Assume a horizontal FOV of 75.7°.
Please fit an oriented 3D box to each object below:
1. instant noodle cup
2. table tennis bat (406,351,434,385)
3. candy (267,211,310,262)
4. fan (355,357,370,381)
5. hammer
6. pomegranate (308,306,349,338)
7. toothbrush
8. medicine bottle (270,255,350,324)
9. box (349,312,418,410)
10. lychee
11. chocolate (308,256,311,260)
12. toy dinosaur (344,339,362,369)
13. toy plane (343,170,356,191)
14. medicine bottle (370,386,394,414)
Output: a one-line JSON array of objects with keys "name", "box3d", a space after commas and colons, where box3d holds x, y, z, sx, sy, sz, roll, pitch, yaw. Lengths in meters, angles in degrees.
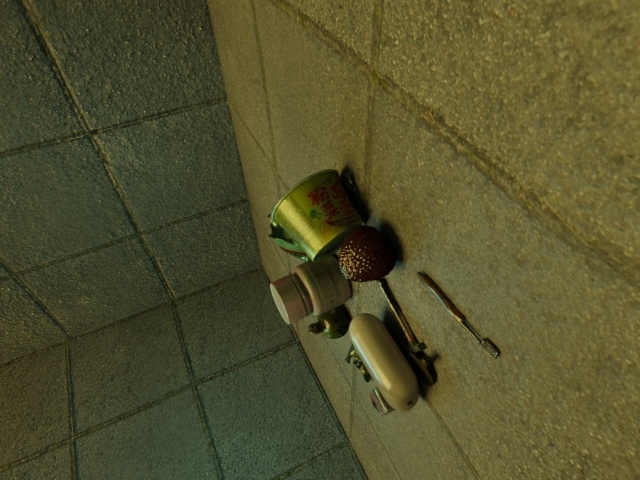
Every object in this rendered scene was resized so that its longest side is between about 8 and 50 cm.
[{"name": "instant noodle cup", "box3d": [0.007, -0.079, 1.492, 0.221, 0.311, 0.311, 54, 161, 12]}, {"name": "table tennis bat", "box3d": [0.341, 0.425, 1.387, 0.131, 0.022, 0.234, 51, 167, 24]}, {"name": "candy", "box3d": [-0.127, 0.015, 2.270, 0.398, 0.172, 0.263, 39, 170, 38]}, {"name": "fan", "box3d": [0.219, 0.642, 2.081, 0.082, 0.039, 0.155, 10, 120, 70]}, {"name": "hammer", "box3d": [0.273, 0.261, 1.450, 0.111, 0.033, 0.288, 110, 138, -65]}, {"name": "pomegranate", "box3d": [0.041, 0.416, 2.103, 0.179, 0.210, 0.179, 179, 90, -89]}, {"name": "toothbrush", "box3d": [0.356, 0.189, 1.103, 0.321, 0.023, 0.031, 52, 150, 44]}, {"name": "medicine bottle", "box3d": [-0.048, 0.231, 1.927, 0.256, 0.325, 0.256, 54, 158, 33]}, {"name": "box", "box3d": [0.238, 0.452, 1.543, 0.349, 0.141, 0.289, 57, 175, 37]}, {"name": "lychee", "box3d": [0.151, 0.047, 1.331, 0.194, 0.194, 0.194, 160, 90, -74]}, {"name": "chocolate", "box3d": [-0.003, 0.001, 1.916, 0.343, 0.126, 0.148, 110, 176, -70]}, {"name": "toy dinosaur", "box3d": [0.177, 0.531, 1.976, 0.076, 0.147, 0.363, 28, 166, -3]}, {"name": "toy plane", "box3d": [0.102, -0.204, 1.447, 0.078, 0.031, 0.083, 83, 164, -67]}, {"name": "medicine bottle", "box3d": [0.286, 0.709, 1.840, 0.119, 0.094, 0.188, 61, 162, 23]}]
